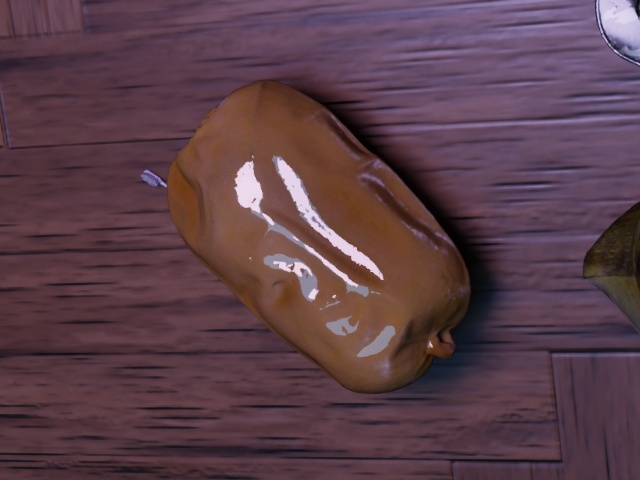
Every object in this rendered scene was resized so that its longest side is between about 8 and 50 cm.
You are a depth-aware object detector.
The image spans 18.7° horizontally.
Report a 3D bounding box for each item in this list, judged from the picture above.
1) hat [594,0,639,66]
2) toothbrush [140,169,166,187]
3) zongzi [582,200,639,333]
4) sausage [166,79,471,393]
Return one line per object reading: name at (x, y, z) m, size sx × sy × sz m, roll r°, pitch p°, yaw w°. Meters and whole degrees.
hat at (0.230, -0.155, 1.254) m, size 0.121 × 0.050 × 0.121 m, roll 8°, pitch 109°, yaw 22°
toothbrush at (-0.093, -0.025, 1.445) m, size 0.097 × 0.008 × 0.006 m, roll 33°, pitch 128°, yaw 10°
zongzi at (0.308, 0.061, 1.212) m, size 0.241 × 0.111 × 0.248 m, roll 52°, pitch 157°, yaw -6°
sausage at (0.000, 0.000, 1.352) m, size 0.241 × 0.120 × 0.136 m, roll 47°, pitch 127°, yaw 3°
